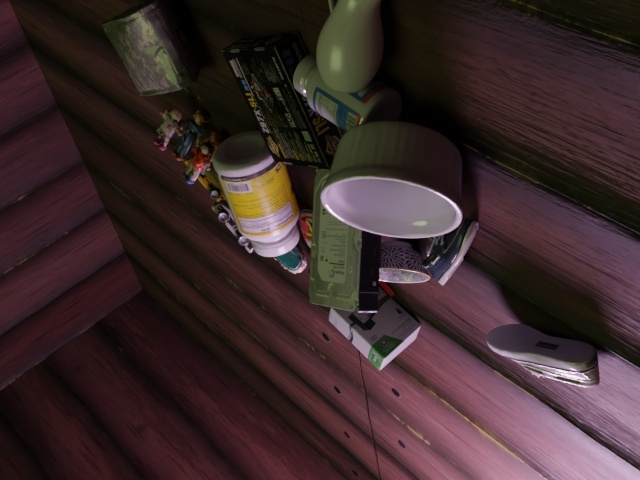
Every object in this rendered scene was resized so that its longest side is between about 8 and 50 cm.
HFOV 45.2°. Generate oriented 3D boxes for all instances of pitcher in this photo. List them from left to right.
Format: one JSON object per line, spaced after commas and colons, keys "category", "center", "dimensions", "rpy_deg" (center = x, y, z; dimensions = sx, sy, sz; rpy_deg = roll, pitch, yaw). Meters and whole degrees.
{"category": "pitcher", "center": [0.050, -0.402, 1.445], "dimensions": [0.178, 0.125, 0.207], "rpy_deg": [54, 144, 42]}

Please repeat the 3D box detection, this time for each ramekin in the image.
{"category": "ramekin", "center": [0.146, -0.119, 1.506], "dimensions": [0.277, 0.135, 0.277], "rpy_deg": [10, 159, 4]}

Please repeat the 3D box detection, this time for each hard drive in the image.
{"category": "hard drive", "center": [0.056, -0.008, 1.824], "dimensions": [0.237, 0.064, 0.339], "rpy_deg": [5, 92, 61]}

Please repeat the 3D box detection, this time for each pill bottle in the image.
{"category": "pill bottle", "center": [-0.166, -0.123, 2.139], "dimensions": [0.188, 0.188, 0.334], "rpy_deg": [30, 147, 42]}
{"category": "pill bottle", "center": [0.050, -0.300, 1.583], "dimensions": [0.221, 0.124, 0.124], "rpy_deg": [39, 153, 30]}

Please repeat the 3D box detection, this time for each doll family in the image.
{"category": "doll family", "center": [-0.382, -0.301, 2.332], "dimensions": [0.263, 0.118, 0.163], "rpy_deg": [48, 116, 23]}

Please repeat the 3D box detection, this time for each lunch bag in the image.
{"category": "lunch bag", "center": [-0.450, -0.533, 2.115], "dimensions": [0.287, 0.169, 0.235], "rpy_deg": [20, 140, 58]}

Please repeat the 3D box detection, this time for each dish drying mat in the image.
{"category": "dish drying mat", "center": [0.171, 0.117, 2.083], "dimensions": [0.083, 0.008, 0.032], "rpy_deg": [49, 157, 7]}

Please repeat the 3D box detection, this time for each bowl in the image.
{"category": "bowl", "center": [0.180, 0.048, 1.846], "dimensions": [0.170, 0.170, 0.080], "rpy_deg": [152, 126, -66]}

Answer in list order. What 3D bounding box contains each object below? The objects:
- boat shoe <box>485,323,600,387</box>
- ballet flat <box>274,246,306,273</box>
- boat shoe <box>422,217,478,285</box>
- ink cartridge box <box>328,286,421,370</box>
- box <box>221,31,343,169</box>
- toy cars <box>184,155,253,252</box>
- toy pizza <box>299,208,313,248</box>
{"category": "boat shoe", "center": [0.469, 0.247, 1.626], "dimensions": [0.267, 0.096, 0.088], "rpy_deg": [6, 125, 48]}
{"category": "ballet flat", "center": [-0.131, 0.018, 2.414], "dimensions": [0.241, 0.091, 0.077], "rpy_deg": [48, -171, 21]}
{"category": "boat shoe", "center": [0.275, 0.015, 1.654], "dimensions": [0.079, 0.095, 0.254], "rpy_deg": [35, 162, 11]}
{"category": "ink cartridge box", "center": [0.145, 0.223, 2.098], "dimensions": [0.208, 0.153, 0.087], "rpy_deg": [42, 154, 20]}
{"category": "box", "center": [-0.084, -0.331, 1.842], "dimensions": [0.257, 0.079, 0.322], "rpy_deg": [17, 138, 56]}
{"category": "toy cars", "center": [-0.293, -0.133, 2.400], "dimensions": [0.394, 0.087, 0.176], "rpy_deg": [55, -173, 31]}
{"category": "toy pizza", "center": [0.000, 0.000, 2.200], "dimensions": [0.201, 0.032, 0.201], "rpy_deg": [41, 154, 25]}
